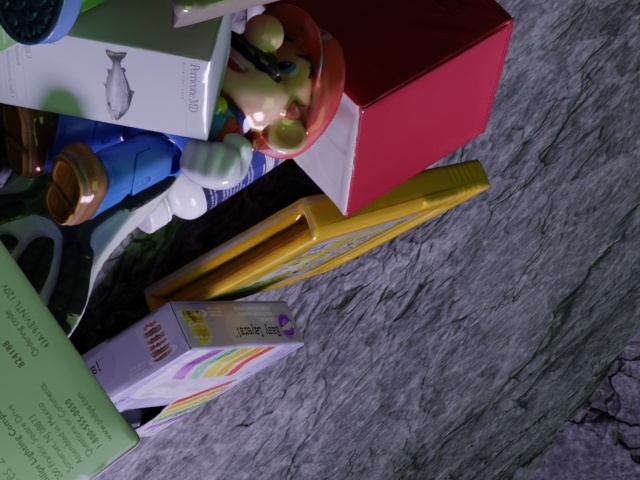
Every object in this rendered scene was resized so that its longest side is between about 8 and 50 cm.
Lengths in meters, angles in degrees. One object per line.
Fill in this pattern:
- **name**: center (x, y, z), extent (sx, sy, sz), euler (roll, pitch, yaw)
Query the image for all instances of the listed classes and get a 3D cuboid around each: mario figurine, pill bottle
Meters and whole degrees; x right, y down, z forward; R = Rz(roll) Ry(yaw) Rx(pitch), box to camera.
- **mario figurine**: center (-0.109, -0.136, 1.467), extent (0.320, 0.198, 0.170), euler (-24, -179, -35)
- **pill bottle**: center (-0.121, -0.080, 1.711), extent (0.169, 0.094, 0.094), euler (-35, 155, -21)

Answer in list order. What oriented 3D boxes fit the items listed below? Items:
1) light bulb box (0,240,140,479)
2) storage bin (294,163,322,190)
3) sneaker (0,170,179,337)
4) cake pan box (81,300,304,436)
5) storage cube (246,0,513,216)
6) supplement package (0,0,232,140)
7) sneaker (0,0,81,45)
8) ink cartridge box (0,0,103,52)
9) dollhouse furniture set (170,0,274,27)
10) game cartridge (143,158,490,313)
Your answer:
- **light bulb box**: center (-0.389, 0.091, 1.184), extent (0.361, 0.225, 0.358), euler (-37, 113, -14)
- **storage bin**: center (0.033, -0.125, 1.909), extent (0.135, 0.098, 0.091), euler (-25, 123, -36)
- **sneaker**: center (-0.269, 0.029, 1.511), extent (0.410, 0.158, 0.182), euler (-49, -179, -38)
- **cake pan box**: center (-0.188, 0.153, 1.948), extent (0.267, 0.070, 0.246), euler (-31, 162, 24)
- **storage cube**: center (0.051, -0.179, 1.713), extent (0.193, 0.183, 0.215), euler (-32, 155, -22)
- **supplement package**: center (-0.165, -0.165, 1.360), extent (0.105, 0.179, 0.105), euler (97, 3, -55)
- **sneaker**: center (-0.183, -0.253, 1.214), extent (0.090, 0.081, 0.232), euler (-4, 97, -61)
- **ink cartridge box**: center (-0.271, -0.190, 1.262), extent (0.209, 0.109, 0.062), euler (-32, 154, -26)
- **dollhouse furniture set**: center (-0.036, -0.291, 1.329), extent (0.301, 0.197, 0.151), euler (-19, -168, -26)
- **game cartridge**: center (0.000, 0.000, 1.956), extent (0.285, 0.053, 0.323), euler (-29, 170, 41)
